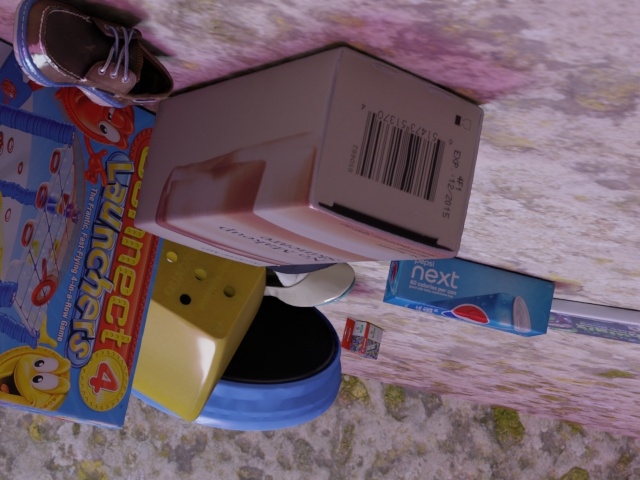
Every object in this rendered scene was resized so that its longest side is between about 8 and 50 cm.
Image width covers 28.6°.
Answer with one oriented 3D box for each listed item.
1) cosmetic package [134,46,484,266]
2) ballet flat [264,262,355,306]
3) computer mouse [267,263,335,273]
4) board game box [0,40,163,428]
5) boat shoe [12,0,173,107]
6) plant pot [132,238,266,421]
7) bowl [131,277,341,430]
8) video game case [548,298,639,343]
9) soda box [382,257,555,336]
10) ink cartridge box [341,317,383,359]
[{"bbox_3d":[-0.020,-0.058,1.058,0.153,0.129,0.296,18,169,-30],"label":"cosmetic package"},{"bbox_3d":[-0.050,0.044,1.797,0.086,0.086,0.248,19,168,-34],"label":"ballet flat"},{"bbox_3d":[0.000,0.000,1.347,0.188,0.072,0.272,-17,-173,-23],"label":"computer mouse"},{"bbox_3d":[-0.283,-0.007,1.137,0.086,0.308,0.302,1,165,40],"label":"board game box"},{"bbox_3d":[-0.169,-0.145,0.966,0.066,0.066,0.183,4,177,18],"label":"boat shoe"},{"bbox_3d":[-0.190,0.086,1.731,0.212,0.212,0.187,33,145,-6],"label":"plant pot"},{"bbox_3d":[-0.151,0.156,1.981,0.391,0.077,0.391,13,-156,-6],"label":"bowl"},{"bbox_3d":[0.381,0.115,1.818,0.190,0.022,0.173,8,169,21],"label":"video game case"},{"bbox_3d":[0.194,0.069,1.643,0.210,0.071,0.067,14,170,-10],"label":"soda box"},{"bbox_3d":[0.081,0.190,2.437,0.029,0.062,0.115,7,169,29],"label":"ink cartridge box"}]
